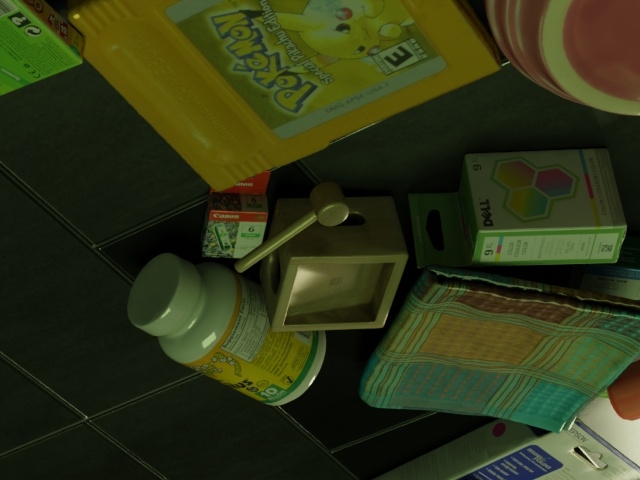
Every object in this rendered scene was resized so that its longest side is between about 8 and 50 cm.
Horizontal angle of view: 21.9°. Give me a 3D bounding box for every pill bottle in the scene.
[{"bbox_3d":[-0.104,0.094,1.808,0.117,0.118,0.208,-35,133,30],"label":"pill bottle"}]

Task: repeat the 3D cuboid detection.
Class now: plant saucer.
[{"bbox_3d":[0.316,-0.228,1.503,0.332,0.084,0.332,-4,140,-4],"label":"plant saucer"}]

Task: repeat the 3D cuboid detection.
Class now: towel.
[{"bbox_3d":[0.201,0.129,1.835,0.271,0.040,0.370,9,156,-6],"label":"towel"}]

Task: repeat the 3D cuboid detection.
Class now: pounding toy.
[{"bbox_3d":[-0.008,-0.004,1.714,0.181,0.094,0.206,-1,140,-15],"label":"pounding toy"}]

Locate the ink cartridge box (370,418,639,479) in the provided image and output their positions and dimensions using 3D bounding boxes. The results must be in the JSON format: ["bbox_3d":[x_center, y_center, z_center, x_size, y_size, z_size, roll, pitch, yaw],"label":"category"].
[{"bbox_3d":[0.222,0.321,2.168,0.371,0.069,0.175,-28,135,28],"label":"ink cartridge box"}]

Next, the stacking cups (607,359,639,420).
[{"bbox_3d":[0.466,0.122,1.830,0.316,0.096,0.096,-20,140,33],"label":"stacking cups"}]

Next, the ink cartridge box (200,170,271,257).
[{"bbox_3d":[-0.088,-0.027,1.732,0.062,0.029,0.115,2,140,-11],"label":"ink cartridge box"}]

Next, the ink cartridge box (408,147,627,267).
[{"bbox_3d":[0.200,-0.033,1.702,0.209,0.109,0.062,-2,140,-4],"label":"ink cartridge box"}]

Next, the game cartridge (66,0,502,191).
[{"bbox_3d":[-0.035,-0.189,1.528,0.323,0.053,0.285,-24,137,19],"label":"game cartridge"}]

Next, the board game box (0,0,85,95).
[{"bbox_3d":[-0.352,-0.167,1.498,0.259,0.039,0.124,-19,138,26],"label":"board game box"}]

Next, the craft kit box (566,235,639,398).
[{"bbox_3d":[0.400,0.099,1.905,0.249,0.061,0.247,7,137,-2],"label":"craft kit box"}]
